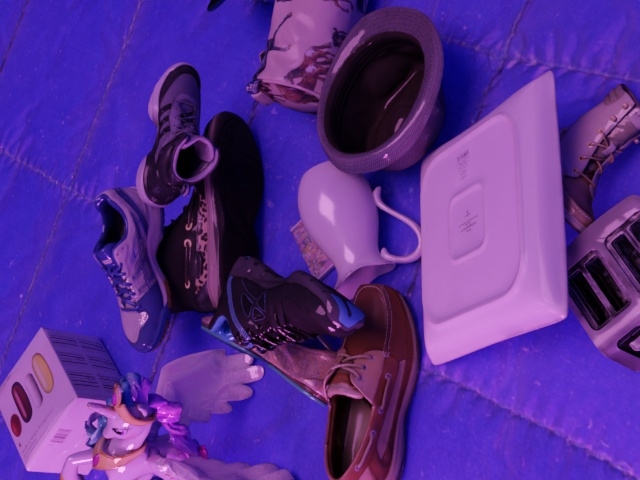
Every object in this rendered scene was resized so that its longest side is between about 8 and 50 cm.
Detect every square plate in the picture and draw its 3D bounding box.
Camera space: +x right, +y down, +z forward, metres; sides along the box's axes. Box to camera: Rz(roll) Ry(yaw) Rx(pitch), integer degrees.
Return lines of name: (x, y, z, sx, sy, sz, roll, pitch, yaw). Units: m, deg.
square plate: (0.224, -0.022, 1.535, 0.347, 0.049, 0.344, 146, 128, -60)

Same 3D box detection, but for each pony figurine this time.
pony figurine: (-0.254, 0.355, 1.785, 0.363, 0.351, 0.303, -63, 39, 34)

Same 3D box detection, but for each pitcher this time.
pitcher: (0.063, -0.032, 1.746, 0.177, 0.125, 0.207, -25, 69, 10)

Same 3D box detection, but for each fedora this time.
fedora: (0.118, -0.222, 1.738, 0.243, 0.124, 0.275, 6, 76, 43)

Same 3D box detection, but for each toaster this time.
toaster: (0.408, 0.047, 1.397, 0.168, 0.110, 0.186, -43, 51, 23)

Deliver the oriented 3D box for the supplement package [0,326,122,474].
supplement package: (-0.499, 0.313, 2.114, 0.194, 0.149, 0.203, -53, 49, 16)

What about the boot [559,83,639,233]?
boot: (0.377, -0.115, 1.468, 0.165, 0.077, 0.213, -37, 27, 24)

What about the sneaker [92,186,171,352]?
sneaker: (-0.346, 0.052, 1.911, 0.111, 0.131, 0.297, -13, 81, 37)

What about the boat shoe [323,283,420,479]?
boat shoe: (0.069, 0.223, 1.643, 0.122, 0.120, 0.324, -10, 70, 40)

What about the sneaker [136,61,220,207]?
sneaker: (-0.232, -0.190, 1.889, 0.153, 0.101, 0.269, -5, 70, 52)

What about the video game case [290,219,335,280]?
video game case: (0.000, 0.000, 1.854, 0.087, 0.011, 0.122, -44, 51, 24)

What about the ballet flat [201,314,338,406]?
ballet flat: (-0.069, 0.168, 1.813, 0.316, 0.107, 0.106, 27, 83, 37)

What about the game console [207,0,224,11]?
game console: (-0.138, -0.606, 1.996, 0.173, 0.250, 0.293, -5, 40, 17)

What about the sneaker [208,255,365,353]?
sneaker: (-0.055, 0.121, 1.675, 0.341, 0.125, 0.140, 8, 64, 59)

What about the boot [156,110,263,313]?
boot: (-0.245, -0.031, 2.010, 0.284, 0.138, 0.377, -15, 72, 39)

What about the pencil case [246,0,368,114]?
pencil case: (-0.008, -0.426, 1.897, 0.183, 0.160, 0.410, 10, 84, 32)
